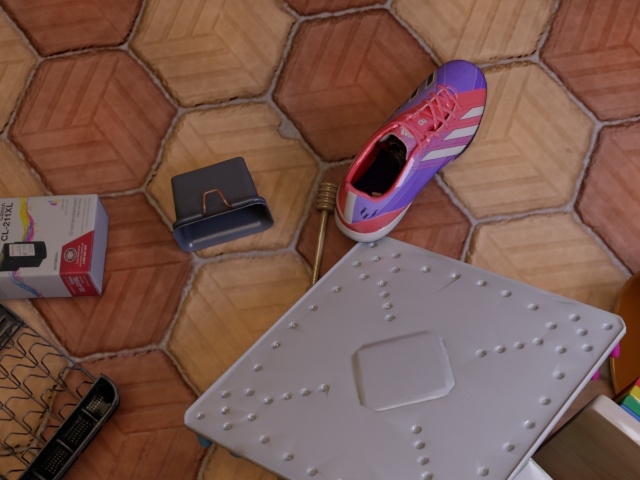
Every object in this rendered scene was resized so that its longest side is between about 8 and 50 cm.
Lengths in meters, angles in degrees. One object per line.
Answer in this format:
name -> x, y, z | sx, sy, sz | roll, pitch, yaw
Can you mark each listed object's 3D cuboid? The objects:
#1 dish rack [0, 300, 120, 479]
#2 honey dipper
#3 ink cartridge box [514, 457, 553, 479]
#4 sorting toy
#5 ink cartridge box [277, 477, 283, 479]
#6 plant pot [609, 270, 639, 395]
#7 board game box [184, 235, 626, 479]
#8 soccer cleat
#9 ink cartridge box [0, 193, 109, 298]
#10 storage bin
dish rack -> -0.420, 0.211, 1.582 | 0.272, 0.074, 0.208 | 36, 80, 14
honey dipper -> 0.000, 0.000, 1.622 | 0.031, 0.030, 0.160 | 8, 77, 7
ink cartridge box -> 0.192, 0.330, 1.415 | 0.092, 0.219, 0.160 | 45, 83, -4
sorting toy -> 0.399, 0.289, 1.399 | 0.257, 0.255, 0.089 | 39, 63, 9
ink cartridge box -> 0.037, 0.228, 1.473 | 0.193, 0.088, 0.234 | -11, 40, 2
plant pot -> 0.490, 0.140, 1.466 | 0.188, 0.205, 0.205 | 1, 75, -11
board game box -> 0.101, 0.171, 1.406 | 0.390, 0.050, 0.390 | 19, 49, 36
soccer cleat -> 0.130, -0.139, 1.589 | 0.109, 0.116, 0.318 | 33, 70, 15
ink cartridge box -> -0.389, 0.009, 1.620 | 0.175, 0.072, 0.127 | -3, 63, 4
storage bin -> -0.145, -0.057, 1.622 | 0.135, 0.098, 0.091 | -18, 64, 0
